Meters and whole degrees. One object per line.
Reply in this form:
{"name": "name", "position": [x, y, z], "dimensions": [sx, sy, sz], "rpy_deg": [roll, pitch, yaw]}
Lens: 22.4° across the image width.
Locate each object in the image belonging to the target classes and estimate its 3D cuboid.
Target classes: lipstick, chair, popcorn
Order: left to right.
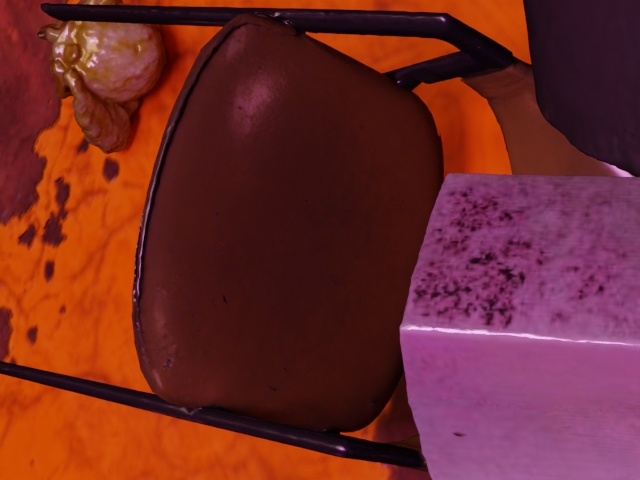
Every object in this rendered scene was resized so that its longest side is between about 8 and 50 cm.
{"name": "popcorn", "position": [-0.111, -0.087, 0.830], "dimensions": [0.068, 0.059, 0.083], "rpy_deg": [5, 89, 45]}
{"name": "chair", "position": [0.000, 0.000, 0.629], "dimensions": [0.247, 0.172, 0.159], "rpy_deg": [4, 79, 52]}
{"name": "lipstick", "position": [0.181, 0.032, 0.385], "dimensions": [0.317, 0.068, 0.066], "rpy_deg": [3, 45, 18]}

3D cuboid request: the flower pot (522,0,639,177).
{"name": "flower pot", "position": [0.158, -0.099, 0.465], "dimensions": [0.269, 0.269, 0.166], "rpy_deg": [32, 123, 45]}
